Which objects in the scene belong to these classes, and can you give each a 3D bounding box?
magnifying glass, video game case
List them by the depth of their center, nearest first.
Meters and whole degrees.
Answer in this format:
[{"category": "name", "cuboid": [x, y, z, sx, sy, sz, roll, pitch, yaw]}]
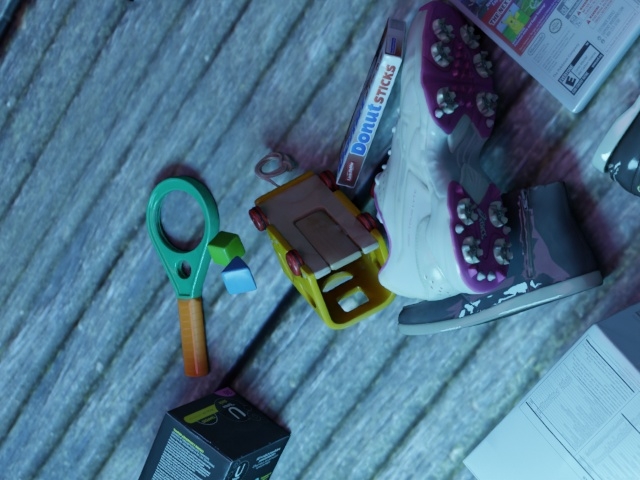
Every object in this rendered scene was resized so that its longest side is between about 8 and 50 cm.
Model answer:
[{"category": "video game case", "cuboid": [0.241, -0.257, 1.736, 0.183, 0.023, 0.201, 45, 121, 17]}, {"category": "magnifying glass", "cuboid": [-0.151, 0.041, 2.052, 0.092, 0.026, 0.231, 0, 98, 33]}]

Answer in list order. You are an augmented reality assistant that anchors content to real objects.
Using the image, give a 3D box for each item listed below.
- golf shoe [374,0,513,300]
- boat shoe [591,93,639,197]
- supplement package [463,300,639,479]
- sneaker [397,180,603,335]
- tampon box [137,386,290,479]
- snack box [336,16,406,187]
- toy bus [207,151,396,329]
[{"category": "golf shoe", "cuboid": [0.102, -0.086, 1.773, 0.140, 0.115, 0.306, -19, 65, 41]}, {"category": "boat shoe", "cuboid": [0.339, -0.138, 1.665, 0.068, 0.081, 0.228, 41, 126, 17]}, {"category": "supplement package", "cuboid": [0.283, 0.176, 1.690, 0.149, 0.194, 0.203, 49, 120, 17]}, {"category": "sneaker", "cuboid": [0.169, 0.021, 1.811, 0.222, 0.083, 0.118, -19, 84, 25]}, {"category": "tampon box", "cuboid": [-0.130, 0.267, 2.021, 0.101, 0.120, 0.161, 35, 116, 22]}, {"category": "snack box", "cuboid": [0.051, -0.139, 1.828, 0.022, 0.064, 0.178, 14, 133, -7]}, {"category": "toy bus", "cuboid": [0.000, 0.008, 1.892, 0.191, 0.202, 0.104, 1, 131, 26]}]
